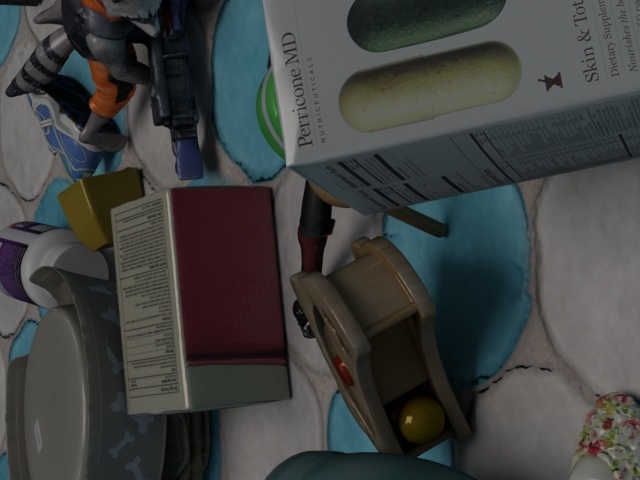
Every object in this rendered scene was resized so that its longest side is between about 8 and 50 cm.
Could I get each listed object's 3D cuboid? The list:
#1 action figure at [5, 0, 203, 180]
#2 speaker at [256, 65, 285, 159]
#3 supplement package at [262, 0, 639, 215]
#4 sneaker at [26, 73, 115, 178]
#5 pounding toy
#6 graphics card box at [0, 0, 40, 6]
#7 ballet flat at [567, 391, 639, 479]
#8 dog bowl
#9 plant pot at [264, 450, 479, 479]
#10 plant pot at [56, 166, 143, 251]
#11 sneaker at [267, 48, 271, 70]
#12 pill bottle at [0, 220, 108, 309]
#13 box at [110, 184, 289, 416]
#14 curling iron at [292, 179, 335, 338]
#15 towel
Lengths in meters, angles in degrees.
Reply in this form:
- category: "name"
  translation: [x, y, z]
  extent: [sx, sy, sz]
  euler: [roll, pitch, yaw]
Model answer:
- category: "action figure"
  translation: [-0.243, -0.209, 1.828]
  extent: [0.330, 0.179, 0.341]
  euler: [135, 128, -61]
- category: "speaker"
  translation: [0.060, -0.153, 1.385]
  extent: [0.296, 0.131, 0.131]
  euler: [-26, 70, 56]
- category: "supplement package"
  translation: [0.113, -0.151, 1.117]
  extent: [0.263, 0.198, 0.199]
  euler: [-12, 79, 15]
- category: "sneaker"
  translation: [-0.338, -0.156, 2.064]
  extent: [0.211, 0.080, 0.081]
  euler: [48, 128, 47]
- category: "pounding toy"
  translation: [0.075, 0.058, 1.356]
  extent: [0.269, 0.155, 0.154]
  euler: [66, 169, -25]
- category: "graphics card box"
  translation: [-0.415, -0.438, 2.028]
  extent: [0.371, 0.233, 0.094]
  euler: [-42, 58, 50]
- category: "ballet flat"
  translation: [0.219, 0.236, 1.198]
  extent: [0.091, 0.077, 0.240]
  euler: [-16, 78, 58]
- category: "dog bowl"
  translation: [-0.278, 0.203, 1.866]
  extent: [0.349, 0.102, 0.348]
  euler: [-178, 90, -65]
- category: "plant pot"
  translation: [0.089, 0.303, 1.258]
  extent: [0.196, 0.293, 0.293]
  euler: [-11, 82, 30]
- category: "plant pot"
  translation: [-0.263, -0.034, 1.956]
  extent: [0.081, 0.081, 0.083]
  euler: [-24, 82, 56]
- category: "sneaker"
  translation: [-0.038, -0.168, 1.635]
  extent: [0.035, 0.031, 0.083]
  euler: [171, 100, -71]
- category: "pill bottle"
  translation: [-0.351, 0.035, 2.069]
  extent: [0.193, 0.108, 0.108]
  euler: [10, 100, 58]
- category: "box"
  translation: [-0.130, 0.065, 1.699]
  extent: [0.149, 0.127, 0.232]
  euler: [-14, 81, 57]
- category: "curling iron"
  translation: [0.000, 0.000, 1.501]
  extent: [0.274, 0.035, 0.068]
  euler: [95, 157, -49]
- category: "towel"
  translation: [-0.191, 0.141, 1.875]
  extent: [0.187, 0.049, 0.282]
  euler: [4, 95, 57]
